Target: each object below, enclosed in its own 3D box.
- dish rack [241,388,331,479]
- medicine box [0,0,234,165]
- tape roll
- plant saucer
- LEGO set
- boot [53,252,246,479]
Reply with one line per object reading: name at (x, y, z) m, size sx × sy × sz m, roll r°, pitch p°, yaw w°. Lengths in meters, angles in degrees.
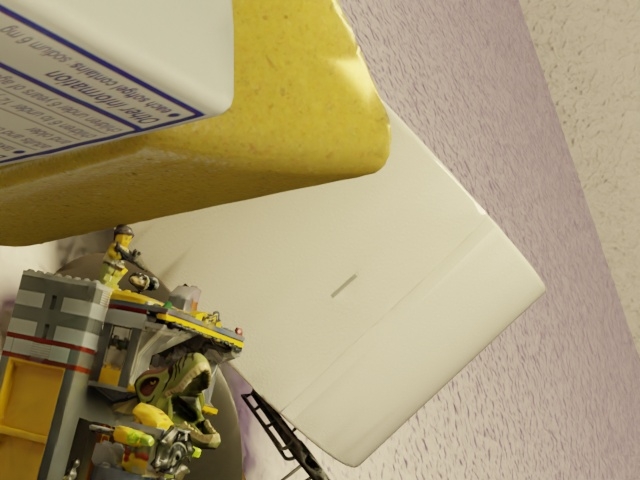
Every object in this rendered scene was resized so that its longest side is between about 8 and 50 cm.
dish rack at (0.020, 0.225, 0.971) m, size 0.272 × 0.074 × 0.208 m, roll 58°, pitch -9°, yaw -16°
medicine box at (-0.213, -0.109, 0.440) m, size 0.263 × 0.289 × 0.149 m, roll 23°, pitch 60°, yaw -64°
tape roll at (0.000, 0.000, 0.951) m, size 0.246 × 0.169 × 0.246 m, roll 47°, pitch 3°, yaw -3°
plant saucer at (-0.160, -0.144, 0.670) m, size 0.081 × 0.332 × 0.333 m, roll -34°, pitch 106°, yaw -38°
LEGO set at (-0.088, 0.081, 0.649) m, size 0.331 × 0.255 × 0.192 m, roll 24°, pitch 76°, yaw -50°
boot at (-0.086, 0.148, 0.867) m, size 0.115 × 0.112 × 0.305 m, roll -127°, pitch -165°, yaw -80°
